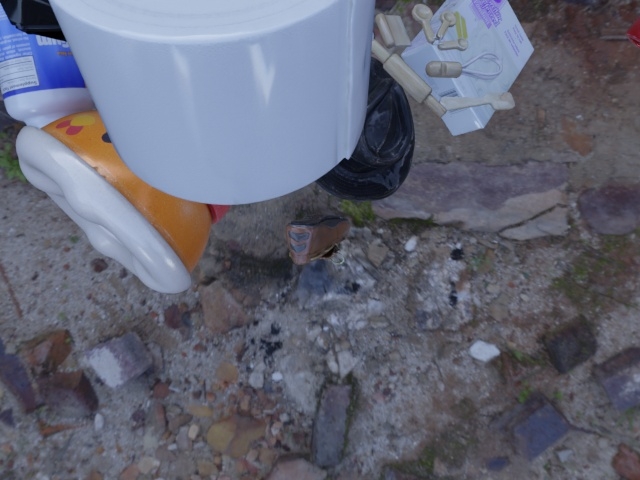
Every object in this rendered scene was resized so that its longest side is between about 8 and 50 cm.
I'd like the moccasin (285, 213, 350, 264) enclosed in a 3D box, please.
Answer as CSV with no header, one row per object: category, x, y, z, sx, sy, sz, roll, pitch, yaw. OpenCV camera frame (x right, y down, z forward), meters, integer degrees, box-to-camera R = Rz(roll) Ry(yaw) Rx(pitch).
moccasin,0.003,0.000,1.743,0.139,0.380,0.147,5,99,12

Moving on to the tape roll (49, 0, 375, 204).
tape roll,-0.078,-0.175,0.482,0.246,0.169,0.246,-1,56,1

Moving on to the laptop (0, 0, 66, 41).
laptop,-0.291,-0.345,0.787,0.234,0.264,0.136,5,102,12

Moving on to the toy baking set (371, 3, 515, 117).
toy baking set,0.201,-0.289,0.946,0.197,0.030,0.256,-39,86,-25

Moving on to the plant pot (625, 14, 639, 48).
plant pot,0.726,-0.420,1.129,0.191,0.191,0.174,28,118,-9

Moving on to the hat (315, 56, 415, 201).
hat,0.107,-0.250,1.220,0.331,0.134,0.331,3,82,-27

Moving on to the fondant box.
fondant box,0.360,-0.448,1.395,0.238,0.096,0.330,50,58,-23

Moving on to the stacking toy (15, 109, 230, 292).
stacking toy,-0.221,-0.181,1.006,0.350,0.350,0.480,45,70,-10

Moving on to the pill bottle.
pill bottle,-0.484,-0.296,1.028,0.152,0.152,0.272,-11,100,-2

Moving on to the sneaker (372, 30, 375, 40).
sneaker,0.066,-0.526,1.738,0.090,0.145,0.270,39,105,-2
